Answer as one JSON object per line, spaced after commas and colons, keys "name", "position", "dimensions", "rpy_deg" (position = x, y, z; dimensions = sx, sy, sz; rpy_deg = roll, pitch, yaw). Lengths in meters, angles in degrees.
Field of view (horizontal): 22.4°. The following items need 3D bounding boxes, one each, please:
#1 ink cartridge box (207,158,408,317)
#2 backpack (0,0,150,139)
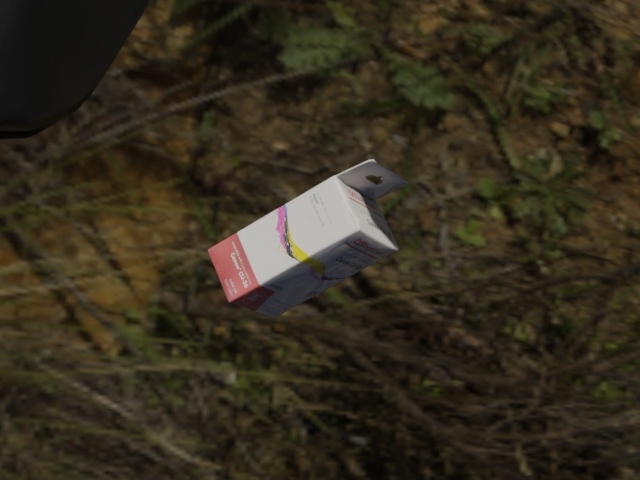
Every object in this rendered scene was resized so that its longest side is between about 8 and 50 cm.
{"name": "ink cartridge box", "position": [0.000, 0.000, 1.653], "dimensions": [0.198, 0.115, 0.067], "rpy_deg": [-30, 69, 16]}
{"name": "backpack", "position": [-0.206, -0.239, 0.732], "dimensions": [0.355, 0.273, 0.290], "rpy_deg": [25, 102, 18]}
